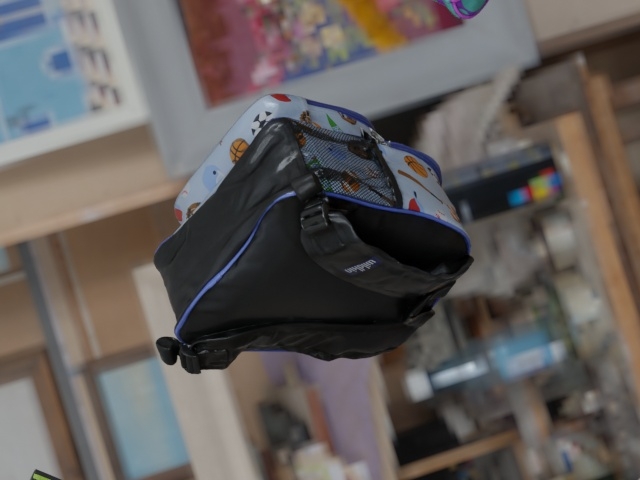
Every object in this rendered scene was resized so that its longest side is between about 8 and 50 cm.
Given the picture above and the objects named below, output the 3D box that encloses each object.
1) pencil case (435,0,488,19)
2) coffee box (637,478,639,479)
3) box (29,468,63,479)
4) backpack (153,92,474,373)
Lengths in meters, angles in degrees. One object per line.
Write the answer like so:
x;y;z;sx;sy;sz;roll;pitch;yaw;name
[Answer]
0.060;-0.224;1.481;0.151;0.070;0.064;28;119;23;pencil case
0.334;0.408;1.478;0.334;0.337;0.338;32;154;46;coffee box
-0.257;0.267;1.831;0.052;0.062;0.083;-77;12;-54;box
0.000;0.000;1.881;0.276;0.263;0.213;-44;43;37;backpack
